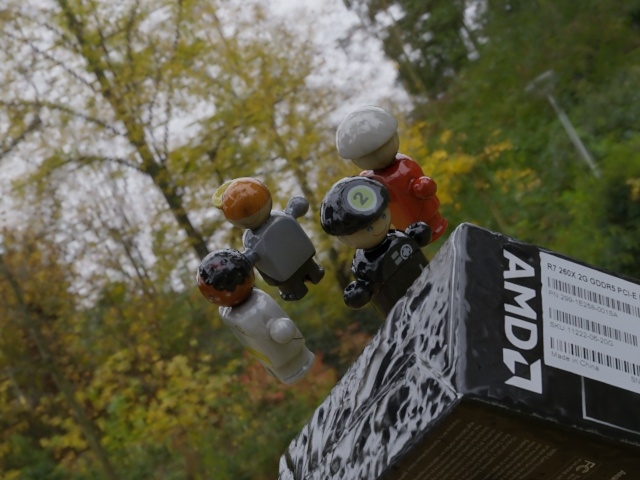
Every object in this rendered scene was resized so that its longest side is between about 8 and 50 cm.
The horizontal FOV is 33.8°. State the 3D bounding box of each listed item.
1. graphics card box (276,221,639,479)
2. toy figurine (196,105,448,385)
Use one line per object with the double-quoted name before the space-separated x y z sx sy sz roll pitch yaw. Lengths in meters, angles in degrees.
"graphics card box" 0.181 0.141 0.513 0.371 0.094 0.233 16 -40 -12
"toy figurine" 0.000 0.000 0.922 0.209 0.148 0.213 -22 29 21
